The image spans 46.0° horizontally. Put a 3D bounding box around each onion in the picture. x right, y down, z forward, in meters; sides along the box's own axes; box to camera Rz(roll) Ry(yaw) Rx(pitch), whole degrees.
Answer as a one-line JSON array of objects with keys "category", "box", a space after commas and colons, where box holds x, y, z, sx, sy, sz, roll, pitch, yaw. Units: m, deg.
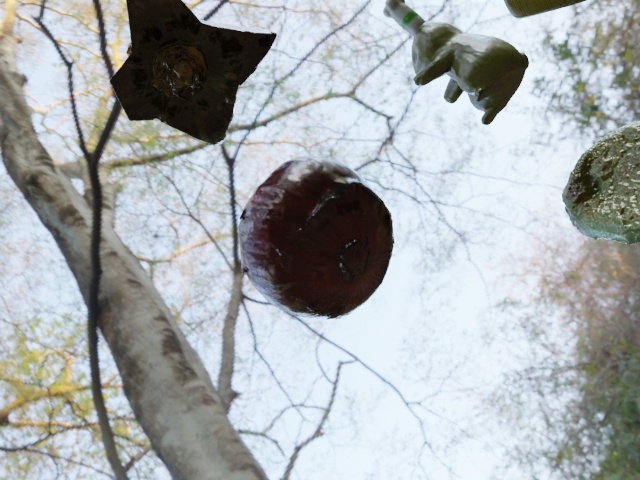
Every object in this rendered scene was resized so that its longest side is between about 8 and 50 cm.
[{"category": "onion", "box": [0.000, 0.000, 1.111, 0.246, 0.190, 0.246, -9, -74, -34]}]

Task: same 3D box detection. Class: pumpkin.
[{"category": "pumpkin", "box": [-0.247, -0.314, 1.315, 0.290, 0.095, 0.258, 18, -66, -30]}]

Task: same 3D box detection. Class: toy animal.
[{"category": "toy animal", "box": [0.286, -0.411, 1.723, 0.181, 0.363, 0.180, 20, -80, -59]}]

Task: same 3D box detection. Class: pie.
[{"category": "pie", "box": [0.586, -0.106, 1.386, 0.078, 0.277, 0.277, 42, -102, -40]}]

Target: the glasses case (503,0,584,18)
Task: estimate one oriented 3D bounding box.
[{"category": "glasses case", "box": [0.358, -0.365, 1.004, 0.079, 0.234, 0.064, 55, -142, -30]}]
